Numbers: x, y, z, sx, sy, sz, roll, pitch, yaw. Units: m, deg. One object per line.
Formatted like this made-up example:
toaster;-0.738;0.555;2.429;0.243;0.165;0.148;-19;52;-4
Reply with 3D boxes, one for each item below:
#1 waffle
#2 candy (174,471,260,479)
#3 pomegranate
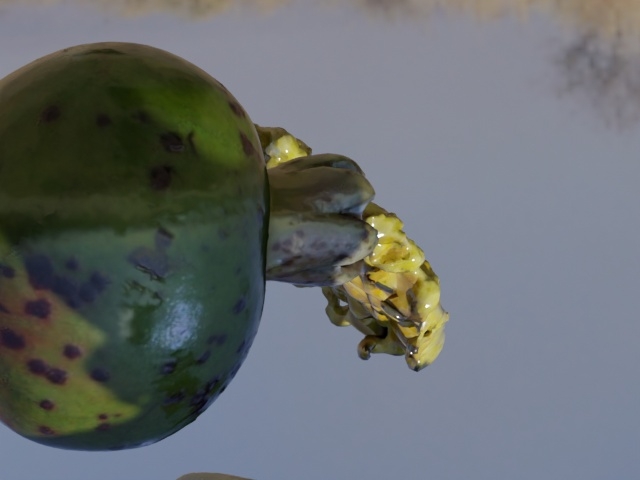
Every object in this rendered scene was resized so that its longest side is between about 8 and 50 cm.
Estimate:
waffle;-0.002;0.002;1.313;0.060;0.280;0.262;-49;-150;-12
candy;-0.033;0.250;1.373;0.138;0.174;0.071;6;-138;41
pomegranate;-0.085;0.000;0.917;0.248;0.202;0.202;-1;-176;-28
